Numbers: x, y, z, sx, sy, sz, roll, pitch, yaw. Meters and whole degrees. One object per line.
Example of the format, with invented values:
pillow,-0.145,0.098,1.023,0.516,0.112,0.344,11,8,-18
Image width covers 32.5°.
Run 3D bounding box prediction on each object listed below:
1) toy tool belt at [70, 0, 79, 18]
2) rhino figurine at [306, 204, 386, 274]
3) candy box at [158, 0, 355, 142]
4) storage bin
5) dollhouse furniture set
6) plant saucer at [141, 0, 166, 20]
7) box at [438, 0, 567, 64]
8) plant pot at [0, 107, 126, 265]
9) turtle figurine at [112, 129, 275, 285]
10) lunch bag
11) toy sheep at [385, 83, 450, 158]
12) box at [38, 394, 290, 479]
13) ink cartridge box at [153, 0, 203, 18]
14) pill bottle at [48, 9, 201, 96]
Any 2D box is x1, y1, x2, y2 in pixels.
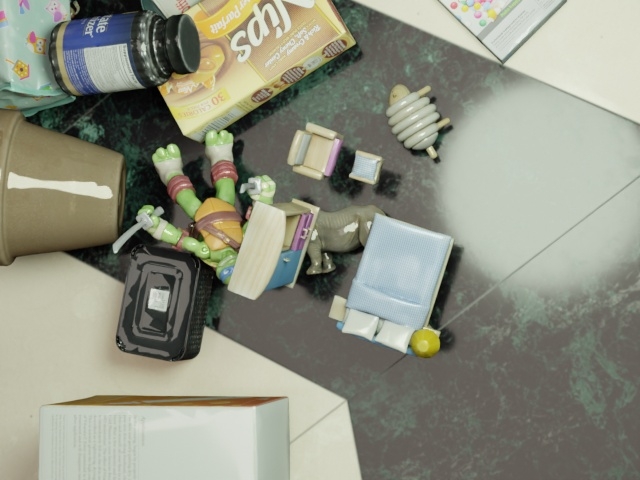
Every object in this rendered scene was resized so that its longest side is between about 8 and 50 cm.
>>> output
toy tool belt,-0.459,-0.427,1.908,0.052,0.051,0.083,-28,81,9
rhino figurine,0.000,0.000,1.772,0.243,0.073,0.106,-4,89,13
candy box,-0.125,-0.323,1.811,0.316,0.087,0.183,-31,80,9
storage bin,-0.255,0.103,1.814,0.122,0.084,0.180,10,89,13
dollhouse furniture set,0.065,0.008,1.617,0.303,0.198,0.287,20,98,12
plant saucer,-0.248,-0.417,1.878,0.119,0.021,0.119,-1,86,11
box,0.277,-0.398,1.756,0.145,0.038,0.186,-44,78,6
plant pot,-0.440,-0.081,1.800,0.229,0.263,0.263,4,87,-5
turtle figurine,-0.180,-0.075,1.708,0.198,0.274,0.266,-40,47,19
lunch bag,-0.538,-0.324,1.862,0.262,0.160,0.224,-9,84,46
toy sheep,0.152,-0.190,1.747,0.091,0.091,0.132,-33,86,8
box,-0.238,0.334,1.728,0.345,0.215,0.168,-1,86,12
ink cartridge box,-0.181,-0.515,1.751,0.306,0.226,0.131,-40,80,0
pill bottle,-0.308,-0.300,1.748,0.219,0.123,0.123,-5,85,15
